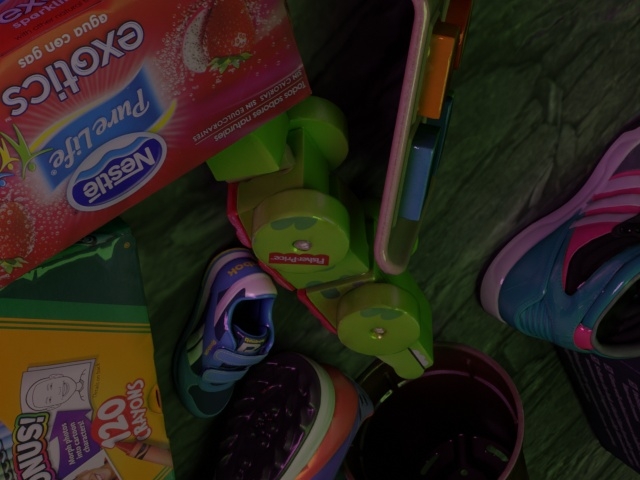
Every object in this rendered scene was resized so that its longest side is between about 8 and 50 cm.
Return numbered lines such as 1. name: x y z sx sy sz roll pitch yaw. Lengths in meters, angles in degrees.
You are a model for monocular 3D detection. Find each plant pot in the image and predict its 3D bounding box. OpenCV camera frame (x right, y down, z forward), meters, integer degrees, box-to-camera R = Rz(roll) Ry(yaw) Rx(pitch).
1. plant pot: 0.119 0.204 0.989 0.167 0.167 0.165 -43 142 -10

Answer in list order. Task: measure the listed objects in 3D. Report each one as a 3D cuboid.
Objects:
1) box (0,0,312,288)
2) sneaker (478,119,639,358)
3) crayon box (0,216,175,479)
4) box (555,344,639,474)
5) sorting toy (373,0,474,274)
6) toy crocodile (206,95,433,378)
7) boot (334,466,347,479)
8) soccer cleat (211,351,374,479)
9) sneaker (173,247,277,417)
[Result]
1. box: -0.150 -0.089 0.604 0.257 0.128 0.122 -35 133 -18
2. sneaker: 0.308 0.001 0.996 0.295 0.178 0.124 -42 134 -12
3. crayon box: -0.197 0.118 0.726 0.165 0.081 0.278 -23 128 -27
4. box: 0.461 0.172 1.071 0.212 0.395 0.293 -43 135 -10
5. sorting toy: 0.079 -0.104 0.767 0.193 0.038 0.208 -62 158 -61
6. toy crocodile: 0.000 0.000 0.798 0.105 0.115 0.340 -16 141 21
7. boot: -0.032 0.279 0.978 0.190 0.069 0.086 -52 129 -12
8. soccer cleat: -0.064 0.244 0.900 0.116 0.109 0.318 27 95 -49
9. sneaker: -0.071 0.080 0.821 0.053 0.059 0.144 -3 118 -40
